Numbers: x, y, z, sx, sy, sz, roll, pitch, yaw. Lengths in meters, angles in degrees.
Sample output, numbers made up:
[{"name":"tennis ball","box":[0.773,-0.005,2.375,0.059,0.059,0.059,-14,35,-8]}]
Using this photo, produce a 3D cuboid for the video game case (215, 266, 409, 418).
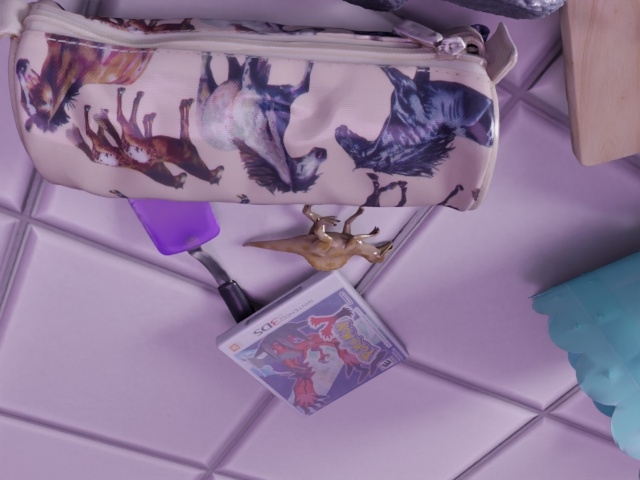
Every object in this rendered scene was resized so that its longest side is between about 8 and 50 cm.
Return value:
[{"name":"video game case","box":[-0.005,0.144,0.790,0.184,0.023,0.201,-33,125,11]}]

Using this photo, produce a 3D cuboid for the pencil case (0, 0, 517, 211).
[{"name":"pencil case","box":[-0.053,-0.119,0.515,0.411,0.159,0.183,3,137,-3]}]

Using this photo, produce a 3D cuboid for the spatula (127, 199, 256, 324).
[{"name":"spatula","box":[-0.126,0.042,0.726,0.084,0.030,0.296,-21,126,9]}]

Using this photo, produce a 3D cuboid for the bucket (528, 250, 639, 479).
[{"name":"bucket","box":[0.389,0.140,0.671,0.183,0.281,0.281,-31,123,15]}]

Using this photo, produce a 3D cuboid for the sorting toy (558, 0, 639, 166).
[{"name":"sorting toy","box":[0.322,-0.222,0.490,0.256,0.089,0.257,-16,126,11]}]

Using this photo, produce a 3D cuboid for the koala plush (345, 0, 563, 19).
[{"name":"koala plush","box":[0.067,-0.277,0.378,0.196,0.203,0.221,20,107,36]}]

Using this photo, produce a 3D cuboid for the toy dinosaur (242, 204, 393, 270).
[{"name":"toy dinosaur","box":[0.000,0.000,0.682,0.183,0.053,0.092,4,129,-4]}]
